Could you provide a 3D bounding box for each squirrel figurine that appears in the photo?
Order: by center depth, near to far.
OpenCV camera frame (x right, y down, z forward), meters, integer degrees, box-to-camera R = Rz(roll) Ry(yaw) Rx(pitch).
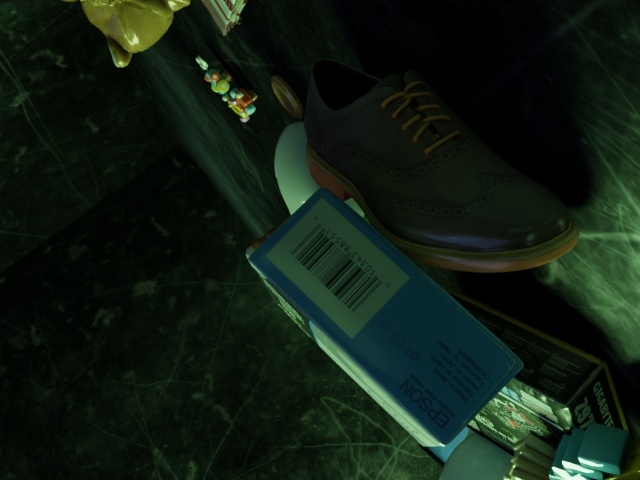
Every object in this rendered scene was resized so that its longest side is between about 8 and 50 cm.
[{"bbox_3d":[-0.409,-0.481,1.364,0.370,0.281,0.397,50,176,-24],"label":"squirrel figurine"}]

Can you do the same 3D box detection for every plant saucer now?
[{"bbox_3d":[-0.055,-0.232,1.286,0.083,0.013,0.083,51,172,10],"label":"plant saucer"}]

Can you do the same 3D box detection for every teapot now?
[{"bbox_3d":[0.309,0.349,1.163,0.256,0.187,0.252,23,-177,16],"label":"teapot"}]

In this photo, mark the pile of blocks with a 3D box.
[{"bbox_3d":[0.278,0.290,0.854,0.149,0.113,0.362,30,148,4],"label":"pile of blocks"}]

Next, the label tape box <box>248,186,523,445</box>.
[{"bbox_3d":[0.062,0.101,0.842,0.240,0.106,0.334,43,172,12],"label":"label tape box"}]

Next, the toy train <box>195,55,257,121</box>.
[{"bbox_3d":[-0.171,-0.301,1.552,0.166,0.046,0.125,47,169,18],"label":"toy train"}]

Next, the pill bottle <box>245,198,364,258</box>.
[{"bbox_3d":[0.000,0.000,1.243,0.121,0.216,0.121,51,172,10],"label":"pill bottle"}]

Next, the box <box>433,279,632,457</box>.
[{"bbox_3d":[0.239,0.191,1.025,0.322,0.079,0.257,26,153,49],"label":"box"}]

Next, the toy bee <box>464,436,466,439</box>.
[{"bbox_3d":[0.302,0.431,1.397,0.162,0.195,0.298,63,163,-11],"label":"toy bee"}]

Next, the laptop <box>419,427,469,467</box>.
[{"bbox_3d":[0.220,0.317,1.632,0.264,0.136,0.234,54,171,-10],"label":"laptop"}]

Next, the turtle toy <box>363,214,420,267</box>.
[{"bbox_3d":[0.113,-0.010,1.098,0.130,0.066,0.095,46,169,38],"label":"turtle toy"}]

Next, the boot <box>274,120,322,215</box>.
[{"bbox_3d":[-0.009,-0.090,1.360,0.123,0.095,0.258,-62,-33,-63],"label":"boot"}]

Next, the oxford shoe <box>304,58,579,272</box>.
[{"bbox_3d":[0.088,-0.082,0.756,0.363,0.130,0.133,32,143,47],"label":"oxford shoe"}]

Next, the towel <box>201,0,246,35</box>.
[{"bbox_3d":[-0.167,-0.422,1.050,0.237,0.037,0.329,56,170,-6],"label":"towel"}]
